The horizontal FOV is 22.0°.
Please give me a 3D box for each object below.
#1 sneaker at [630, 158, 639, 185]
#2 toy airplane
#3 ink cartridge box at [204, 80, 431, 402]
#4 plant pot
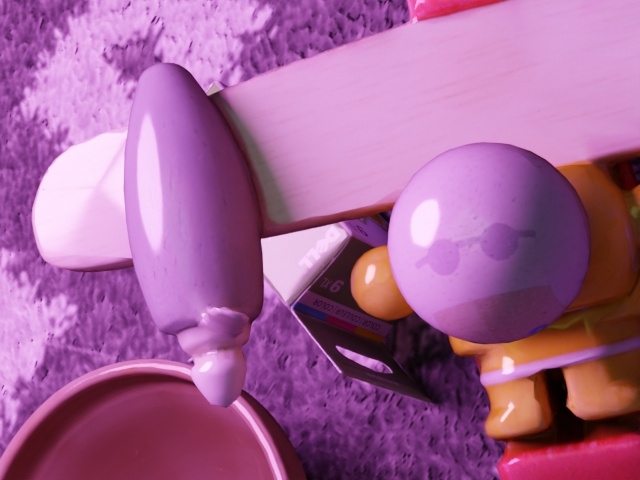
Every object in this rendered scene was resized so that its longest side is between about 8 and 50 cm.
[{"bbox_3d":[0.116,-0.044,0.985,0.211,0.080,0.081,18,106,35],"label":"sneaker"},{"bbox_3d":[0.091,-0.050,0.776,0.384,0.272,0.386,32,112,3],"label":"toy airplane"},{"bbox_3d":[0.000,0.000,1.010,0.062,0.109,0.209,-48,57,11],"label":"ink cartridge box"},{"bbox_3d":[-0.090,0.198,1.002,0.237,0.110,0.237,-10,70,30],"label":"plant pot"}]
